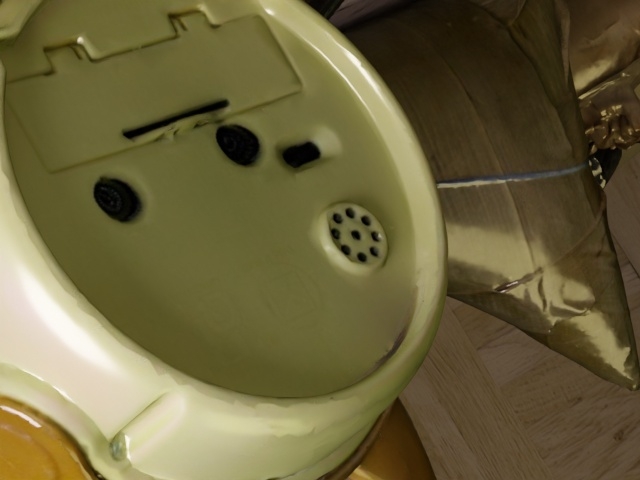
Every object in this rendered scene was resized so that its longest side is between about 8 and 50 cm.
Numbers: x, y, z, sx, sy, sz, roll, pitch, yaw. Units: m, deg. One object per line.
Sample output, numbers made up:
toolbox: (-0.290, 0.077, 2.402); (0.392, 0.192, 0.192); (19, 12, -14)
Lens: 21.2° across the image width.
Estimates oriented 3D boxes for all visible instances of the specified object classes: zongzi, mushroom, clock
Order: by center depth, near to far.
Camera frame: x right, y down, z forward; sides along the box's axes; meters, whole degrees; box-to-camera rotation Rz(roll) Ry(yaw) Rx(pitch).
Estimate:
clock: (-0.068, -0.014, 0.775); (0.286, 0.348, 0.117); (-24, 169, -44)
zongzi: (0.082, 0.008, 1.392); (0.356, 0.393, 0.174); (-23, -167, -23)
mushroom: (0.248, -0.164, 1.630); (0.226, 0.178, 0.226); (-29, 160, -11)

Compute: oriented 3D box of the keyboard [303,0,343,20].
keyboard: (0.007, -0.152, 0.976); (0.317, 0.027, 0.106); (-51, 179, -9)

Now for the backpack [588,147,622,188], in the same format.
backpack: (0.202, -0.091, 1.801); (0.258, 0.206, 0.133); (-46, 142, -38)
